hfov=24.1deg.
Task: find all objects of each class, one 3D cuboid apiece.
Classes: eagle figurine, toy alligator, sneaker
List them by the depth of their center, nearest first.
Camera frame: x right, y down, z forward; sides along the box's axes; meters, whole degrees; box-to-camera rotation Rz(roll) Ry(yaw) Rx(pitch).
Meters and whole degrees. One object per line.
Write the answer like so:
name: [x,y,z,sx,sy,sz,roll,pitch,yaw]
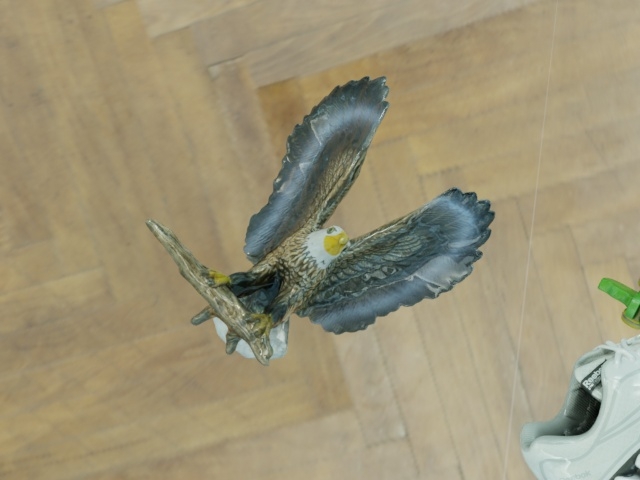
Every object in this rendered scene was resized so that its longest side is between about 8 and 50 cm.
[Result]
sneaker: [0.298,0.120,1.323,0.118,0.110,0.292,43,89,-14]
eagle figurine: [0.006,0.001,1.585,0.298,0.225,0.226,-39,127,-24]
toy alligator: [0.383,0.086,1.585,0.189,0.051,0.056,22,115,-2]
